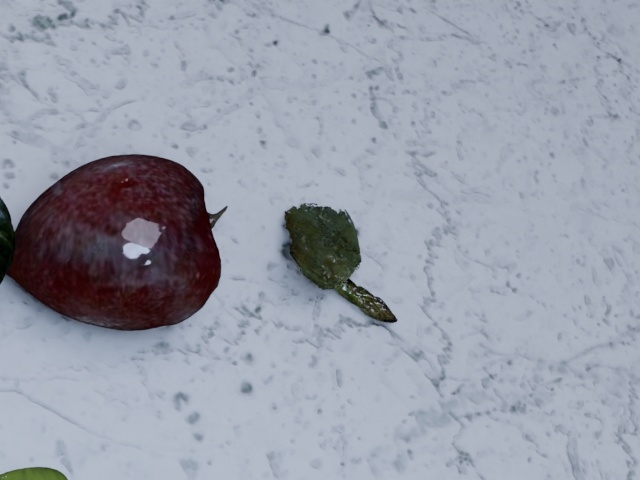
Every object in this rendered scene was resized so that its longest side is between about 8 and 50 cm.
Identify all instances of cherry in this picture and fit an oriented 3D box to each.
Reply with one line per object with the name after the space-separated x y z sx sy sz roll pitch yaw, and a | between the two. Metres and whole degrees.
-0.251 0.004 1.862 0.300 0.203 0.230 -9 64 -17 | cherry

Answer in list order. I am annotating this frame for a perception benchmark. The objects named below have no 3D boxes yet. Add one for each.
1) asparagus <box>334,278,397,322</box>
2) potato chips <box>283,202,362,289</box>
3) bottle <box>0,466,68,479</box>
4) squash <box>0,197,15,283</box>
0.040 0.067 2.084 0.165 0.030 0.036 35 20 -1 | asparagus
0.000 0.000 2.085 0.142 0.026 0.209 42 30 15 | potato chips
-0.303 0.384 1.619 0.112 0.112 0.260 -2 59 -29 | bottle
-0.469 0.002 1.758 0.218 0.172 0.218 14 55 -21 | squash
